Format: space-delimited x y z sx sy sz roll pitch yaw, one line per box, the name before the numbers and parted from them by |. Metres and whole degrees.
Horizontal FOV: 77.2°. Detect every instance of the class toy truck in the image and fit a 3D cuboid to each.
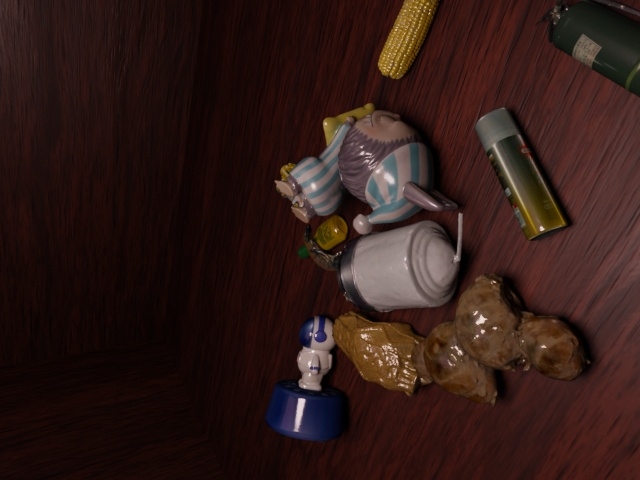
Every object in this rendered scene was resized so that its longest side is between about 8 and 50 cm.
toy truck | -0.079 -0.193 1.488 0.227 0.098 0.114 49 123 41

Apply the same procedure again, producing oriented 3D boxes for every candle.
candle | 0.214 0.070 1.020 0.342 0.221 0.221 -14 81 51

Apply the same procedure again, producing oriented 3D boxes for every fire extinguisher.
fire extinguisher | 0.503 -0.362 0.718 0.294 0.093 0.118 59 176 33

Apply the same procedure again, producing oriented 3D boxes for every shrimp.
shrimp | 0.039 0.019 1.314 0.262 0.051 0.198 -13 123 49

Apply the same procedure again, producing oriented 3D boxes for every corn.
corn | 0.235 -0.552 1.057 0.093 0.093 0.244 53 130 37

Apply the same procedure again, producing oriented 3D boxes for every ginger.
ginger | 0.351 0.235 0.886 0.375 0.176 0.256 -46 69 39

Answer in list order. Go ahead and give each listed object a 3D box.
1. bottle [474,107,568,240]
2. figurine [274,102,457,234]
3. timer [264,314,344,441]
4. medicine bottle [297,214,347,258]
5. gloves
bottle | 0.419 -0.143 0.849 0.082 0.082 0.286 -38 63 47
figurine | 0.134 -0.151 0.992 0.378 0.361 0.266 37 163 50
timer | -0.028 0.447 1.377 0.270 0.270 0.383 -3 75 53
medicine bottle | 0.000 0.000 1.422 0.260 0.064 0.095 -35 70 48
gloves | 0.170 0.322 1.146 0.356 0.155 0.203 13 115 45
